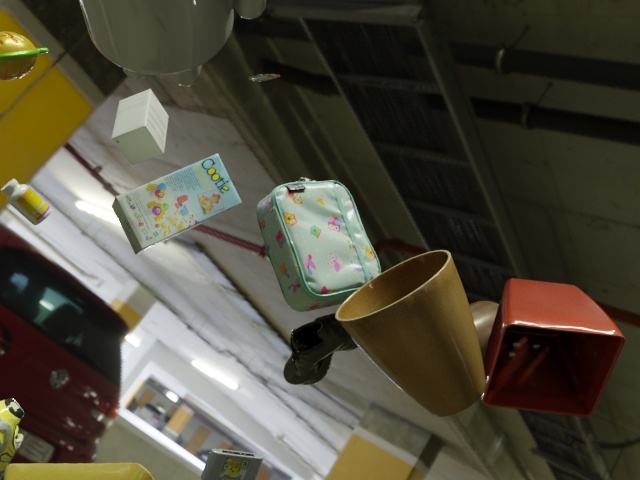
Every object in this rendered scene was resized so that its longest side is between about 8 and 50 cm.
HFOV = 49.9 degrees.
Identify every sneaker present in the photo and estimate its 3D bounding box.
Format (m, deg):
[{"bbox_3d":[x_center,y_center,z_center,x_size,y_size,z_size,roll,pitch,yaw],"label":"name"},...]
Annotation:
[{"bbox_3d":[-0.024,0.238,1.546,0.130,0.109,0.286,4,-40,-34],"label":"sneaker"},{"bbox_3d":[-0.734,0.481,1.526,0.145,0.147,0.384,48,-43,10],"label":"sneaker"}]

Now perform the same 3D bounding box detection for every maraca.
[{"bbox_3d":[-0.666,-0.400,1.482,0.127,0.185,0.099,-1,-70,5],"label":"maraca"}]

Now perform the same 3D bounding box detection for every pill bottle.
[{"bbox_3d":[-0.516,-0.069,1.205,0.083,0.043,0.043,50,-24,-27],"label":"pill bottle"}]

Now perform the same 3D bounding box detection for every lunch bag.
[{"bbox_3d":[0.000,0.000,1.464,0.108,0.224,0.279,-40,-116,51],"label":"lunch bag"}]

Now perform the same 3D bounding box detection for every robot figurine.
[{"bbox_3d":[-0.214,-0.353,0.863,0.300,0.199,0.353,5,-29,-2],"label":"robot figurine"}]

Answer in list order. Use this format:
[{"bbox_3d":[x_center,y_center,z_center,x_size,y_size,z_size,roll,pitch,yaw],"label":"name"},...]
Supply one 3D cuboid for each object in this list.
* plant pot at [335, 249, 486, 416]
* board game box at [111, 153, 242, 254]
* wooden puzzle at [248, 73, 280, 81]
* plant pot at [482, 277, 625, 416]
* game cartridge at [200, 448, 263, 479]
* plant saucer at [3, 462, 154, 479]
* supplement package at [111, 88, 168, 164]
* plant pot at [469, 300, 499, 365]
[{"bbox_3d":[0.194,0.184,1.262,0.254,0.237,0.237,58,-23,-8],"label":"plant pot"},{"bbox_3d":[-0.365,-0.091,1.739,0.144,0.275,0.142,65,-22,-3],"label":"board game box"},{"bbox_3d":[-0.123,-0.356,1.498,0.083,0.049,0.006,2,-82,47],"label":"wooden puzzle"},{"bbox_3d":[0.542,0.239,1.680,0.268,0.235,0.267,7,-55,2],"label":"plant pot"},{"bbox_3d":[-0.128,0.333,0.996,0.083,0.056,0.017,17,9,-29],"label":"game cartridge"},{"bbox_3d":[-0.405,0.556,1.229,0.333,0.081,0.332,-9,-70,24],"label":"plant saucer"},{"bbox_3d":[-0.497,-0.315,1.906,0.105,0.179,0.105,-17,-45,11],"label":"supplement package"},{"bbox_3d":[0.400,0.283,1.884,0.215,0.215,0.230,19,14,39],"label":"plant pot"}]
